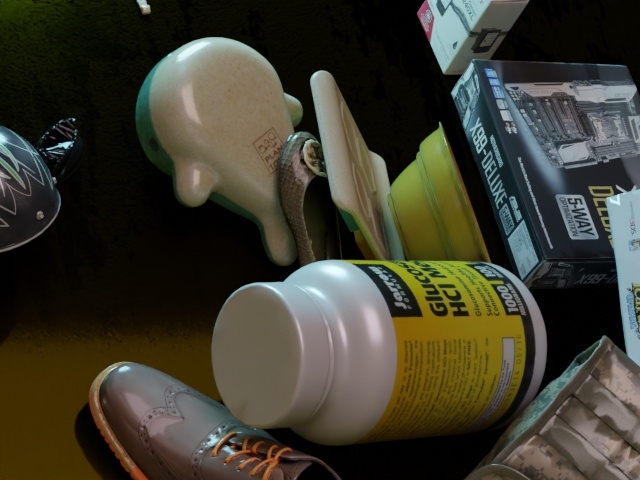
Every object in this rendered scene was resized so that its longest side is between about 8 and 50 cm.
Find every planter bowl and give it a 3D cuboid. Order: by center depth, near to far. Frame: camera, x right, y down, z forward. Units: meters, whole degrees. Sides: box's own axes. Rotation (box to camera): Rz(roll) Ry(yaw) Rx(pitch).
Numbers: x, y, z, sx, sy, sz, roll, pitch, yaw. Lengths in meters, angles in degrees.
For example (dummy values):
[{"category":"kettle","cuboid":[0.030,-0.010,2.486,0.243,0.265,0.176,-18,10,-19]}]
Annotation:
[{"category":"planter bowl","cuboid":[0.134,-0.021,1.816,0.090,0.217,0.217,-20,61,7]}]

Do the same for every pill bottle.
[{"category":"pill bottle","cuboid":[0.061,0.113,1.608,0.334,0.188,0.188,1,56,-42]}]

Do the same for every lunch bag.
[{"category":"lunch bag","cuboid":[0.266,0.280,1.568,0.235,0.169,0.287,43,78,7]}]

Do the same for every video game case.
[{"category":"video game case","cuboid":[0.405,0.111,1.782,0.269,0.061,0.244,50,31,-48]}]

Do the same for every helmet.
[{"category":"helmet","cuboid":[-0.355,-0.044,1.601,0.169,0.161,0.169,11,54,-16]}]

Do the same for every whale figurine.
[{"category":"whale figurine","cuboid":[-0.103,-0.096,1.790,0.272,0.141,0.216,55,50,-13]}]

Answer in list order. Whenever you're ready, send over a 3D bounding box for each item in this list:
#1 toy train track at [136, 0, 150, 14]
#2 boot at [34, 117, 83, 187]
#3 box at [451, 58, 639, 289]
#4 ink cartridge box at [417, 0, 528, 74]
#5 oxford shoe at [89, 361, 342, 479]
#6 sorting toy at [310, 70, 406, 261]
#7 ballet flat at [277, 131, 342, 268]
[{"category":"toy train track","cuboid":[-0.229,-0.318,1.943,0.048,0.014,0.083,-10,62,-28]},{"category":"boot","cuboid":[-0.287,-0.099,1.710,0.045,0.099,0.121,32,51,-2]},{"category":"box","cuboid":[0.324,-0.085,1.980,0.242,0.076,0.307,0,57,-24]},{"category":"ink cartridge box","cuboid":[0.197,-0.305,2.030,0.063,0.150,0.109,-5,60,-27]},{"category":"oxford shoe","cuboid":[-0.068,0.226,1.556,0.364,0.133,0.130,35,51,3]},{"category":"sorting toy","cuboid":[0.040,-0.068,1.800,0.038,0.208,0.193,-19,58,13]},{"category":"ballet flat","cuboid":[0.000,0.000,1.731,0.084,0.058,0.250,5,78,-48]}]
